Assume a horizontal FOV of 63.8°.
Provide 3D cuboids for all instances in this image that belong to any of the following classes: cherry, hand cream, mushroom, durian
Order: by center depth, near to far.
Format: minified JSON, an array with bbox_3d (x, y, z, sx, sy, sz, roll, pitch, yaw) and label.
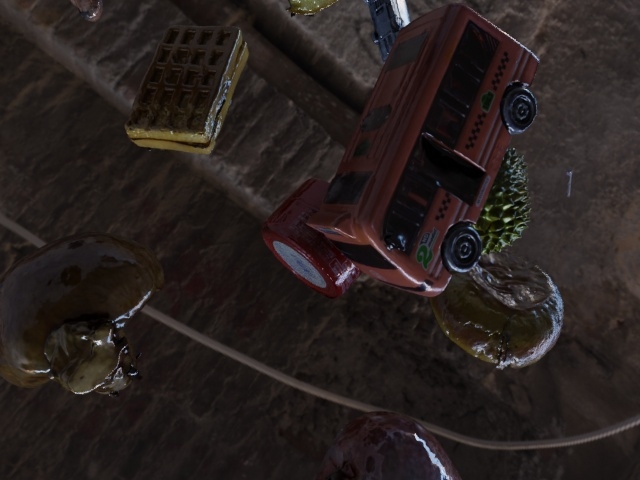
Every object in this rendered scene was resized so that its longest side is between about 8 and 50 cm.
[{"bbox_3d":[-0.348,0.101,0.742,0.263,0.195,0.283,-40,-135,-19],"label":"mushroom"},{"bbox_3d":[0.297,-0.090,0.993,0.200,0.176,0.237,-28,-149,52],"label":"durian"},{"bbox_3d":[0.131,0.529,1.026,0.326,0.335,0.291,-36,-173,-22],"label":"cherry"},{"bbox_3d":[0.000,0.000,1.053,0.149,0.230,0.230,-48,-170,-19],"label":"hand cream"}]

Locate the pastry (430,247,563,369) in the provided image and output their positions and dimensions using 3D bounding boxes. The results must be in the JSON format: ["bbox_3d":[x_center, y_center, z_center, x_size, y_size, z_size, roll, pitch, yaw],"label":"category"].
[{"bbox_3d":[0.435,0.153,1.293,0.356,0.355,0.164,-64,170,-46],"label":"pastry"}]

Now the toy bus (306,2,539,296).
[{"bbox_3d":[0.165,-0.141,0.837,0.203,0.232,0.427,11,-105,65],"label":"toy bus"}]

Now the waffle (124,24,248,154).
[{"bbox_3d":[-0.316,-0.368,1.237,0.098,0.224,0.328,67,34,-62],"label":"waffle"}]

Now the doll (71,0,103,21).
[{"bbox_3d":[-0.477,-0.595,1.105,0.156,0.304,0.201,-2,151,-43],"label":"doll"}]

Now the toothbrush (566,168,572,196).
[{"bbox_3d":[0.415,-0.095,0.860,0.006,0.008,0.097,-53,148,-3],"label":"toothbrush"}]

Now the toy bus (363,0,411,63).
[{"bbox_3d":[0.134,-0.432,0.982,0.064,0.075,0.191,-22,-106,47],"label":"toy bus"}]

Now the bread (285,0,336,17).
[{"bbox_3d":[-0.016,-0.414,0.739,0.160,0.140,0.169,-37,-153,8],"label":"bread"}]
